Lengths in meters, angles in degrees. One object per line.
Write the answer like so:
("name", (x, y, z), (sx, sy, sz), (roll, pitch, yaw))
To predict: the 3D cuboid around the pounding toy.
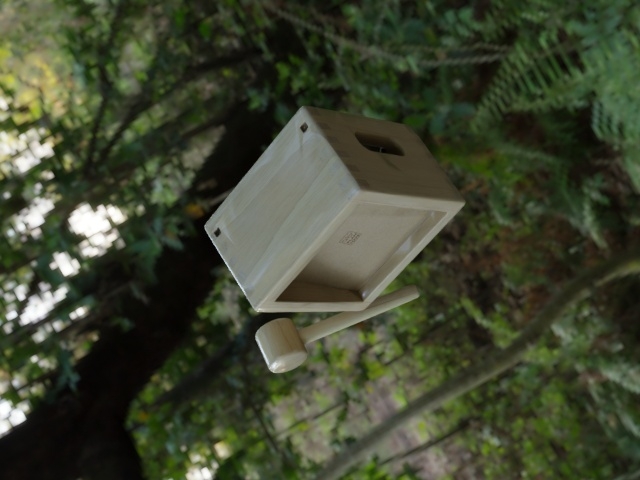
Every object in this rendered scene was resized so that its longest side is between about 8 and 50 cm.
("pounding toy", (0.003, 0.004, 0.933), (0.181, 0.206, 0.094), (3, -134, -50))
